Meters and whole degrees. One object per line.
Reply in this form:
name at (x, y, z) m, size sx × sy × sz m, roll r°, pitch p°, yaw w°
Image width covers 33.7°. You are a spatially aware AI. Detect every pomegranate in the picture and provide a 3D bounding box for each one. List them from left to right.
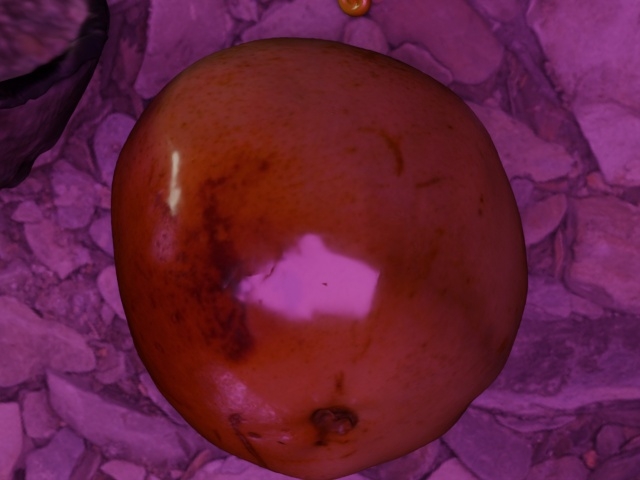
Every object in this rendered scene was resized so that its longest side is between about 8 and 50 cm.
pomegranate at (0.000, 0.000, 0.746) m, size 0.319 × 0.319 × 0.319 m, roll 0°, pitch 102°, yaw -2°

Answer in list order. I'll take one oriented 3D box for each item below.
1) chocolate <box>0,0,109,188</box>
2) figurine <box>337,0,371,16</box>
chocolate at (-0.310, -0.115, 0.732) m, size 0.303 × 0.303 × 0.213 m, roll 20°, pitch 132°, yaw -6°
figurine at (0.117, -0.249, 0.784) m, size 0.246 × 0.131 × 0.156 m, roll -10°, pitch 62°, yaw 15°
